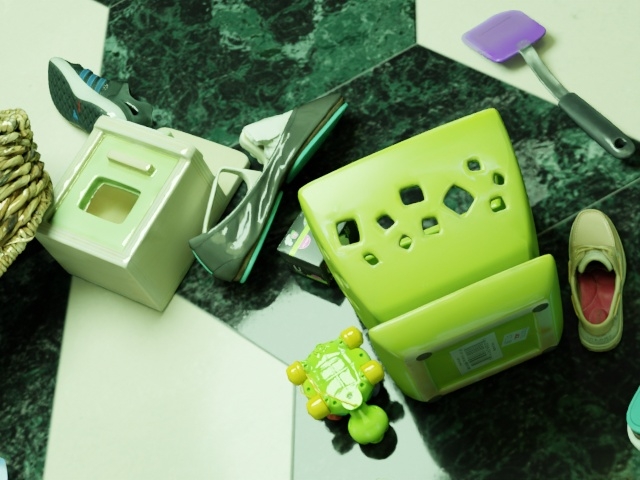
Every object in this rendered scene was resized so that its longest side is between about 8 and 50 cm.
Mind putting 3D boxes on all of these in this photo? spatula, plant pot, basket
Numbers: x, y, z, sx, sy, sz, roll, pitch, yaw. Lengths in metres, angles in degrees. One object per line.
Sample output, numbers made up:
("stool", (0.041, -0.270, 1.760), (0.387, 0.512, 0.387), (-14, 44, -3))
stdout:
("spatula", (0.282, -0.191, 1.483), (0.084, 0.030, 0.296), (-33, 56, -7))
("plant pot", (0.130, 0.033, 1.289), (0.227, 0.228, 0.207), (-23, 64, 3))
("basket", (-0.435, -0.032, 1.490), (0.213, 0.223, 0.299), (-21, 15, -28))

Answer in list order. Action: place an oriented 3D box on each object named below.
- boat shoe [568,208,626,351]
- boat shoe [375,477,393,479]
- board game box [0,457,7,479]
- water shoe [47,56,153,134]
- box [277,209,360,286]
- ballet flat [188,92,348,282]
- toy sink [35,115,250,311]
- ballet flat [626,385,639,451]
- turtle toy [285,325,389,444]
("boat shoe", (0.300, 0.033, 1.328), (0.063, 0.059, 0.170), (-7, 59, 13))
("boat shoe", (0.130, 0.316, 1.201), (0.228, 0.081, 0.068), (30, 69, 27))
("board game box", (-0.435, 0.297, 1.416), (0.169, 0.033, 0.133), (19, 61, 22))
("water shoe", (-0.297, -0.188, 1.648), (0.080, 0.073, 0.203), (-16, 42, -34))
("box", (0.000, 0.000, 1.444), (0.062, 0.052, 0.083), (21, 67, 27))
("ballet flat", (-0.068, -0.083, 1.478), (0.096, 0.095, 0.280), (31, 70, -3))
("toy sink", (-0.216, -0.060, 1.498), (0.153, 0.131, 0.234), (21, 68, 26))
("ballet flat", (0.450, 0.072, 1.227), (0.139, 0.139, 0.400), (29, 75, 29))
("turtle toy", (0.028, 0.163, 1.331), (0.095, 0.066, 0.130), (-32, 57, -1))
